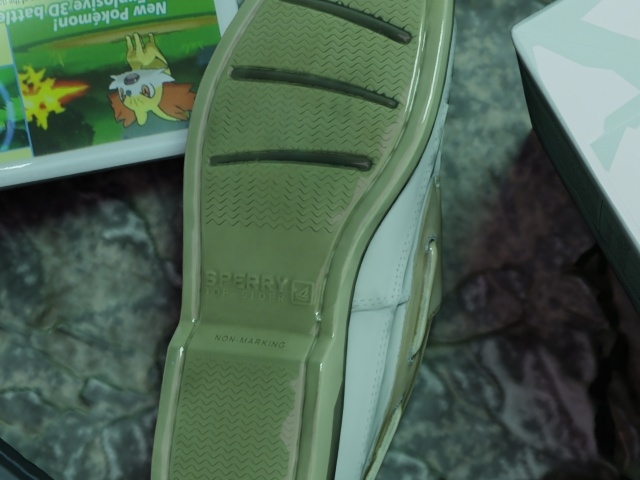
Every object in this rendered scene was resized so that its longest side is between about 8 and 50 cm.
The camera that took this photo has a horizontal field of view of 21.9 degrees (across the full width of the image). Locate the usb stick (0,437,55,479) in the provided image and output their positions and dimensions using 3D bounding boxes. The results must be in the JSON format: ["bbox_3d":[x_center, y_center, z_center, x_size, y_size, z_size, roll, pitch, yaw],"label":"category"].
[{"bbox_3d":[-0.246,0.078,0.821,0.278,0.045,0.077,35,89,11],"label":"usb stick"}]

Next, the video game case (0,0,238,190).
[{"bbox_3d":[-0.213,-0.163,0.763,0.328,0.036,0.300,-12,91,-17],"label":"video game case"}]

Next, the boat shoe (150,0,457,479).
[{"bbox_3d":[0.000,0.000,0.760,0.113,0.103,0.302,15,87,24],"label":"boat shoe"}]

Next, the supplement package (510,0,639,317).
[{"bbox_3d":[0.200,-0.052,0.682,0.194,0.203,0.149,-30,79,4],"label":"supplement package"}]
